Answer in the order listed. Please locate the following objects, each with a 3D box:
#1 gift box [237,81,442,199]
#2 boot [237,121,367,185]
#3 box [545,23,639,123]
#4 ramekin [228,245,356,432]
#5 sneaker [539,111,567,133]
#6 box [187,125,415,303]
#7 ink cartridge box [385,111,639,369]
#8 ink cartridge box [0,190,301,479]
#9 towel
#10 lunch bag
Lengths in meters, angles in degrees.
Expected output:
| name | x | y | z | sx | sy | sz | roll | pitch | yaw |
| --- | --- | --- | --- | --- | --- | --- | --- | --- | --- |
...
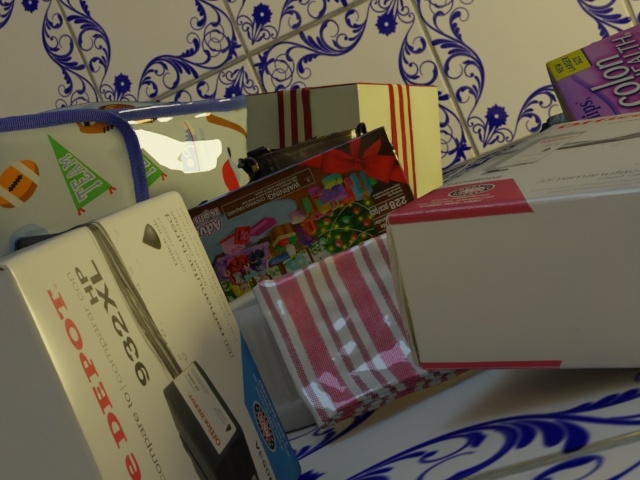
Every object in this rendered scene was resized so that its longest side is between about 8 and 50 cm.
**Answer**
| name | x | y | z | sx | sy | sz | roll | pitch | yaw |
| --- | --- | --- | --- | --- | --- | --- | --- | --- | --- |
| gift box | 0.052 | -0.091 | 1.825 | 0.255 | 0.258 | 0.276 | -1 | 3 | 41 |
| boot | -0.035 | 0.012 | 1.345 | 0.262 | 0.229 | 0.091 | -24 | 4 | -15 |
| box | 0.378 | -0.140 | 1.267 | 0.242 | 0.117 | 0.214 | -23 | 30 | 10 |
| ramekin | 0.000 | 0.082 | 1.118 | 0.207 | 0.109 | 0.207 | -23 | 4 | 2 |
| sneaker | 0.304 | -0.095 | 1.575 | 0.111 | 0.121 | 0.300 | -20 | 5 | 39 |
| box | -0.032 | 0.035 | 1.249 | 0.293 | 0.201 | 0.057 | -24 | 4 | -4 |
| ink cartridge box | 0.207 | -0.011 | 0.886 | 0.207 | 0.117 | 0.283 | -6 | 14 | 35 |
| ink cartridge box | -0.132 | 0.108 | 0.729 | 0.129 | 0.223 | 0.307 | -22 | 5 | 11 |
| towel | 0.058 | 0.053 | 0.994 | 0.197 | 0.144 | 0.029 | -21 | -37 | -11 |
| lunch bag | -0.245 | 0.010 | 1.400 | 0.238 | 0.328 | 0.385 | -1 | 7 | 39 |
